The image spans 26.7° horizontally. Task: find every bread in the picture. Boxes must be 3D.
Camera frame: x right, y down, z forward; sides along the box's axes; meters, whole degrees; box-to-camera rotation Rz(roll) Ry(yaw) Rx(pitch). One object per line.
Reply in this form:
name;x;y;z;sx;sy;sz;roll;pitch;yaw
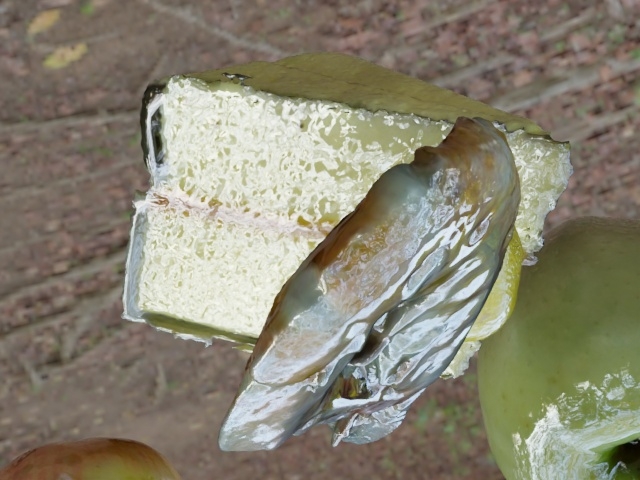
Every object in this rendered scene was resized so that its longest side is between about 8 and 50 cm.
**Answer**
bread;0.000;0.000;1.320;0.242;0.405;0.345;-16;124;-30

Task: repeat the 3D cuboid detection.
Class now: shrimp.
shrimp;0.012;0.054;0.634;0.164;0.062;0.317;-35;163;-22

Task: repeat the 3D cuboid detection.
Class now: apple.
apple;0.342;0.147;1.502;0.357;0.357;0.357;-15;163;-5
apple;-0.201;0.250;1.098;0.209;0.164;0.209;-7;147;-5

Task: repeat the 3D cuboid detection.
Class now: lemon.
lemon;0.093;0.015;0.885;0.082;0.110;0.082;-2;-154;1
